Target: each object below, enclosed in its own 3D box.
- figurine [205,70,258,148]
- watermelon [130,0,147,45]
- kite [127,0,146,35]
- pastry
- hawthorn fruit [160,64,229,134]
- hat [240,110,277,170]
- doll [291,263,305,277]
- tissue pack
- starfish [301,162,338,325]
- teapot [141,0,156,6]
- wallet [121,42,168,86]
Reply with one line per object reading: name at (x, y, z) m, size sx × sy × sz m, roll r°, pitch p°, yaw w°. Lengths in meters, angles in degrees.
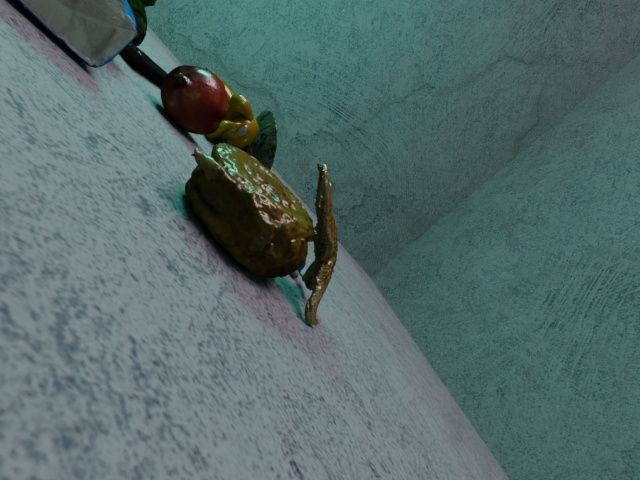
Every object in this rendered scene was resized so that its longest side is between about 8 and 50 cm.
figurine at (-0.313, -0.412, 1.493) m, size 0.228 × 0.215 × 0.215 m, roll 64°, pitch 6°, yaw 6°
watermelon at (-0.573, -0.659, 1.294) m, size 0.204 × 0.127 × 0.232 m, roll 37°, pitch 4°, yaw 13°
kite at (-0.480, -0.599, 0.963) m, size 0.360 × 0.022 × 0.204 m, roll 56°, pitch -9°, yaw -8°
pastry at (-0.119, -0.040, 0.770) m, size 0.240 × 0.132 × 0.235 m, roll 42°, pitch 14°, yaw -7°
hawthorn fruit at (-0.319, -0.353, 1.140) m, size 0.169 × 0.169 × 0.188 m, roll 51°, pitch 8°, yaw 15°
hat at (-0.263, -0.348, 1.658) m, size 0.128 × 0.266 × 0.265 m, roll 2°, pitch 32°, yaw -28°
doll at (-0.059, 0.046, 1.038) m, size 0.076 × 0.050 × 0.083 m, roll 54°, pitch 3°, yaw -4°
tissue pack at (-0.440, -0.447, 0.805) m, size 0.209 × 0.137 × 0.270 m, roll 44°, pitch 7°, yaw -43°
starfish at (0.004, 0.000, 0.896) m, size 0.299 × 0.060 × 0.303 m, roll -88°, pitch -174°, yaw -56°
teapot at (-0.629, -0.859, 1.348) m, size 0.343 × 0.253 × 0.300 m, roll 21°, pitch -28°, yaw -22°
wallet at (-0.508, -0.512, 1.301) m, size 0.149 × 0.044 × 0.250 m, roll 45°, pitch 4°, yaw 1°
